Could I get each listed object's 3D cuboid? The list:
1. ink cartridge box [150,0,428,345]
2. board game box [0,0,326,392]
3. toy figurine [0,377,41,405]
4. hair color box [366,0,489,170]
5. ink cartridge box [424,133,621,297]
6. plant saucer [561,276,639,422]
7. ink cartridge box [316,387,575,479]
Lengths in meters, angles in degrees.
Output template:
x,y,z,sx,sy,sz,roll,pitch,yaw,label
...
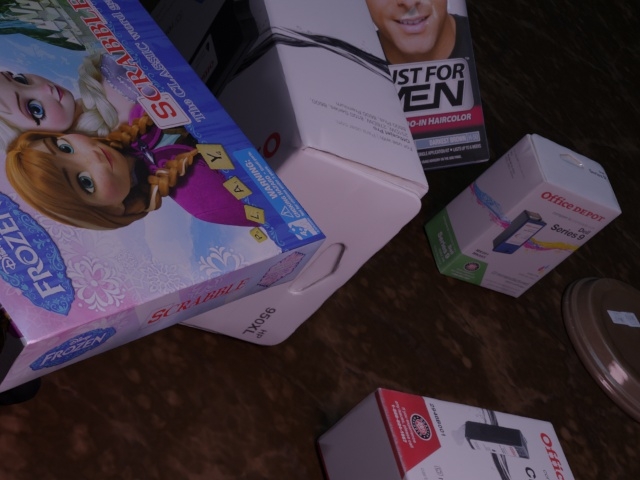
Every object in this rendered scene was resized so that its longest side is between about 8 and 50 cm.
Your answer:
x,y,z,sx,sy,sz,roll,pitch,yaw,label
-0.070,-0.129,1.400,0.166,0.285,0.395,17,42,-34,ink cartridge box
-0.200,-0.067,1.007,0.318,0.066,0.318,-21,66,-49,board game box
-0.288,0.025,1.070,0.210,0.213,0.148,26,54,-22,toy figurine
0.089,-0.272,1.685,0.185,0.114,0.374,-10,91,-25,hair color box
0.271,-0.030,1.732,0.154,0.212,0.093,19,41,-35,ink cartridge box
0.471,0.161,1.903,0.278,0.041,0.278,28,37,-23,plant saucer
0.153,0.282,1.351,0.273,0.114,0.197,17,42,-38,ink cartridge box
